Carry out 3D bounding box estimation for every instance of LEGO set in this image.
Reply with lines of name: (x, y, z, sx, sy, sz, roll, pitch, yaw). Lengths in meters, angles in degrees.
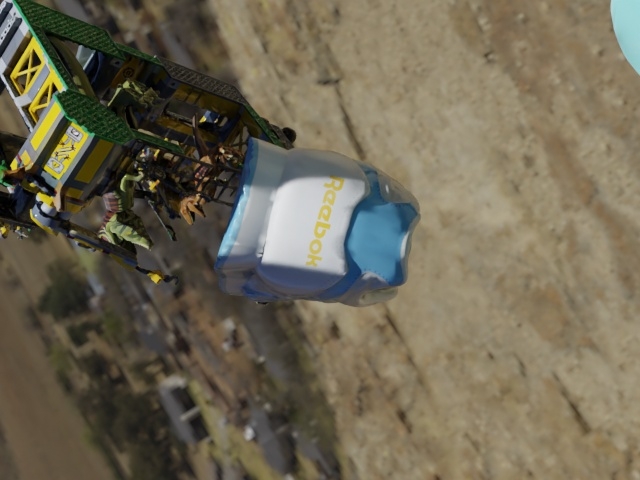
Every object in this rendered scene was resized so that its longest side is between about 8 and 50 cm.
LEGO set: (-0.169, -0.037, 1.066, 0.192, 0.331, 0.255, -54, 55, 19)

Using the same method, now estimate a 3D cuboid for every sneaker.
sneaker: (0.000, 0.000, 0.694, 0.092, 0.087, 0.229, 16, -179, 0)

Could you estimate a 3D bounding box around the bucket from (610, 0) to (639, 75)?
bucket: (0.260, -0.094, 0.423, 0.281, 0.281, 0.183, 67, 170, -19)
